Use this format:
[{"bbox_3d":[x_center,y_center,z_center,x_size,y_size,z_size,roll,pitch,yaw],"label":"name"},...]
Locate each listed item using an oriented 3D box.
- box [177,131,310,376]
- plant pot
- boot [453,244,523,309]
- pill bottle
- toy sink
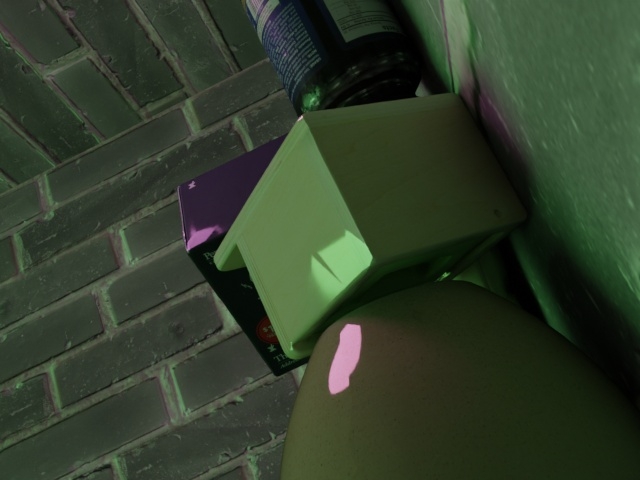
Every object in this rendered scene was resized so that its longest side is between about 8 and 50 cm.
[{"bbox_3d":[0.000,0.000,1.177,0.312,0.343,0.179,61,-175,-38],"label":"box"},{"bbox_3d":[0.089,0.141,0.543,0.284,0.284,0.191,59,-168,-68],"label":"plant pot"},{"bbox_3d":[0.126,0.013,0.787,0.203,0.095,0.262,62,177,-20],"label":"boot"},{"bbox_3d":[0.017,-0.173,0.684,0.219,0.122,0.123,65,-178,17],"label":"pill bottle"},{"bbox_3d":[0.028,0.005,0.621,0.234,0.152,0.131,-49,61,52],"label":"toy sink"}]
